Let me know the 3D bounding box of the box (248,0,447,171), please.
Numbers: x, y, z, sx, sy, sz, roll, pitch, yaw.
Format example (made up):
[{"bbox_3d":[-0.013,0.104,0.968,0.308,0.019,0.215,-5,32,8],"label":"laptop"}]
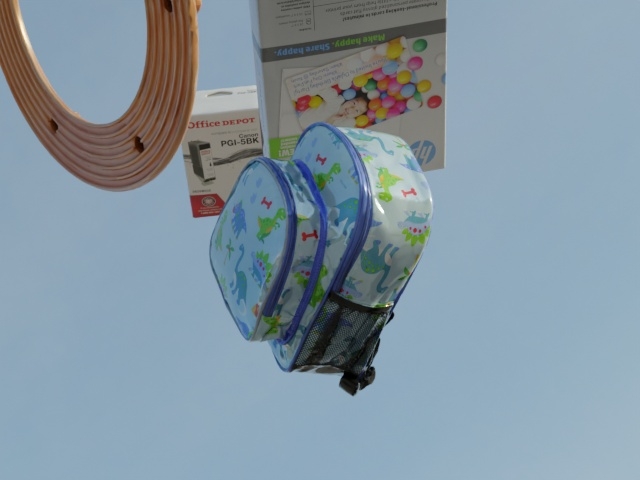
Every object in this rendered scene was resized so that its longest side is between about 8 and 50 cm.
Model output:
[{"bbox_3d":[0.023,-0.127,1.068,0.145,0.038,0.186,-10,-49,-9],"label":"box"}]

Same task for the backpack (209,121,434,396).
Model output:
[{"bbox_3d":[0.000,0.000,0.696,0.084,0.105,0.114,12,-59,-30],"label":"backpack"}]

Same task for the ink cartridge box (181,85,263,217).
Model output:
[{"bbox_3d":[-0.107,-0.100,1.579,0.099,0.056,0.135,-6,-57,1],"label":"ink cartridge box"}]

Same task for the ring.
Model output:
[{"bbox_3d":[-0.197,-0.206,1.162,0.032,0.336,0.336,-19,-35,-37],"label":"ring"}]
